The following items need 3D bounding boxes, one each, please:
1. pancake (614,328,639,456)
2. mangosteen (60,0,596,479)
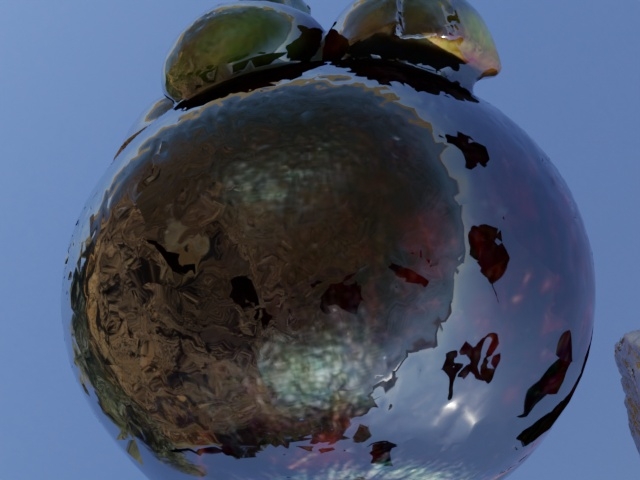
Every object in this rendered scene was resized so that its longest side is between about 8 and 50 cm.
[{"bbox_3d":[0.359,0.255,0.904,0.082,0.387,0.387,-24,-124,10],"label":"pancake"},{"bbox_3d":[0.004,0.015,0.567,0.300,0.300,0.300,-16,-119,30],"label":"mangosteen"}]
